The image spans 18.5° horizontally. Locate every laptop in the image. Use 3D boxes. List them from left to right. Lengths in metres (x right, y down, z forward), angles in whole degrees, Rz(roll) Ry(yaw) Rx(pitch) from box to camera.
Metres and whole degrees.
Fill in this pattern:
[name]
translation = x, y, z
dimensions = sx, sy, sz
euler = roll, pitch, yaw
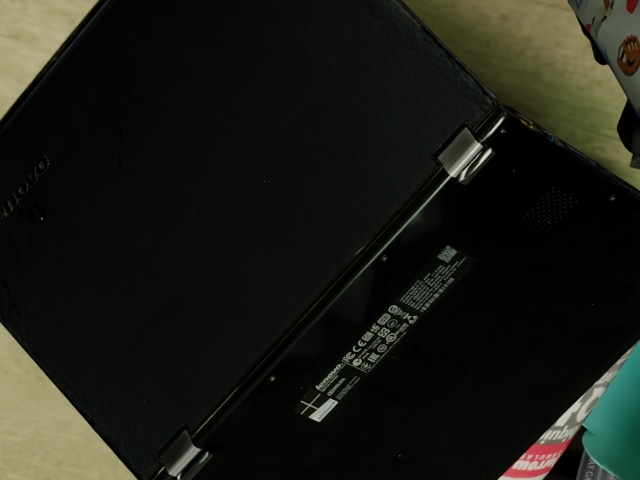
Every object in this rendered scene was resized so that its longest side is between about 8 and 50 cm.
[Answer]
[laptop]
translation = 0.000, 0.000, 1.440
dimensions = 0.408, 0.236, 0.382
euler = 28, 114, -38

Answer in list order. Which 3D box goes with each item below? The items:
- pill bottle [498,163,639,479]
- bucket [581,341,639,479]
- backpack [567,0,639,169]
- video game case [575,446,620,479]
[pill bottle]
translation = 0.144, 0.093, 1.588
dimensions = 0.176, 0.176, 0.318
euler = 14, 120, -29
[bucket]
translation = 0.359, 0.110, 1.629
dimensions = 0.183, 0.281, 0.281
euler = 25, 115, -39
[backpack]
translation = 0.307, -0.169, 1.391
dimensions = 0.276, 0.263, 0.213
euler = 7, 118, -30
[video game case]
translation = 0.234, 0.284, 1.728
dimensions = 0.026, 0.274, 0.196
euler = 7, 131, 16
